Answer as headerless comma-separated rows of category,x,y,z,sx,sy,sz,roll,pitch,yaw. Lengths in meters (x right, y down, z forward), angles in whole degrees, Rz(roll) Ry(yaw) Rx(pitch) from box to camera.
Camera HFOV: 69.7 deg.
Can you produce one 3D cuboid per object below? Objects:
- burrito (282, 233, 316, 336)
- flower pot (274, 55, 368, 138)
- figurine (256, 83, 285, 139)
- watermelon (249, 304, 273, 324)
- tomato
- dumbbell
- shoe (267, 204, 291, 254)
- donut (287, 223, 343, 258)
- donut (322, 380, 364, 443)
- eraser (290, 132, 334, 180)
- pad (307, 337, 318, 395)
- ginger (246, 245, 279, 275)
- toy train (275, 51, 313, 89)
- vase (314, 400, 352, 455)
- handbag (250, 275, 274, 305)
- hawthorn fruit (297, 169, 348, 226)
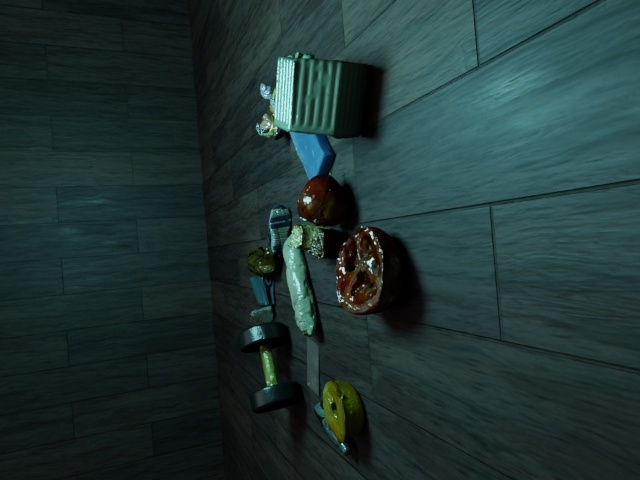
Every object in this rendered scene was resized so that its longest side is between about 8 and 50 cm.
burrito,-0.077,0.163,1.664,0.117,0.076,0.391,116,145,-60
flower pot,-0.001,-0.382,1.220,0.209,0.240,0.189,-68,-14,-69
figurine,-0.154,-0.483,1.676,0.174,0.116,0.239,57,138,44
watermelon,-0.260,0.337,2.106,0.180,0.094,0.081,-45,49,41
tomato,0.131,0.079,1.141,0.228,0.101,0.227,-11,77,61
dumbbell,-0.206,0.510,1.857,0.203,0.204,0.322,124,135,-55
shoe,-0.173,-0.048,1.820,0.106,0.092,0.207,43,136,50
donut,-0.001,0.001,1.385,0.217,0.141,0.085,14,97,54
donut,0.070,0.509,1.386,0.190,0.075,0.174,162,101,-70
eraser,-0.038,-0.332,1.522,0.144,0.043,0.311,113,145,-47
pad,-0.027,0.458,1.682,0.113,0.006,0.187,-169,78,-67
ginger,-0.250,0.094,2.008,0.132,0.107,0.309,-66,22,-7
toy train,-0.075,-0.532,1.510,0.118,0.074,0.175,17,89,39
vase,0.044,0.604,1.474,0.211,0.060,0.059,-136,47,-58
handbag,-0.267,0.228,2.137,0.221,0.057,0.144,170,92,-66
hawthorn fruit,0.012,-0.122,1.333,0.148,0.148,0.171,-23,48,65
